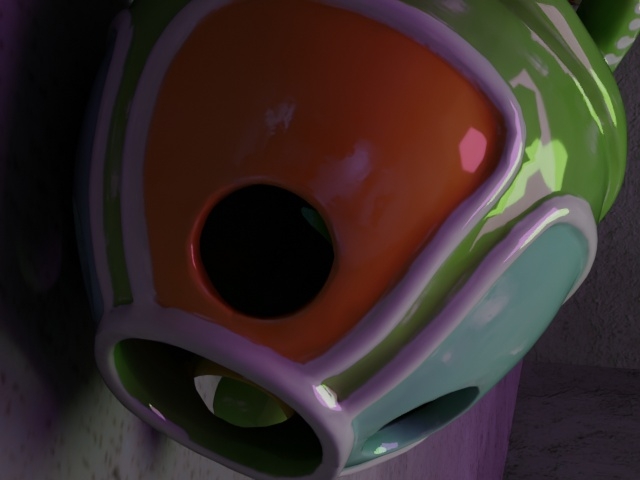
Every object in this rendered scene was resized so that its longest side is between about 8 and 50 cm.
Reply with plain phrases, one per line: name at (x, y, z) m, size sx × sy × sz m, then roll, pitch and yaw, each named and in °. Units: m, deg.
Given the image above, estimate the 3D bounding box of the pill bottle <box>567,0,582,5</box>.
pill bottle at (0.122, -0.229, 0.783) m, size 0.224 × 0.392 × 0.224 m, roll 3°, pitch 90°, yaw -78°

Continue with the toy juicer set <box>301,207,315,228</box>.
toy juicer set at (0.036, -0.039, 1.075) m, size 0.209 × 0.089 × 0.329 m, roll 38°, pitch 53°, yaw -55°

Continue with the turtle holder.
turtle holder at (-0.012, -0.011, 0.717) m, size 0.320 × 0.243 × 0.227 m, roll -24°, pitch -144°, yaw 59°
